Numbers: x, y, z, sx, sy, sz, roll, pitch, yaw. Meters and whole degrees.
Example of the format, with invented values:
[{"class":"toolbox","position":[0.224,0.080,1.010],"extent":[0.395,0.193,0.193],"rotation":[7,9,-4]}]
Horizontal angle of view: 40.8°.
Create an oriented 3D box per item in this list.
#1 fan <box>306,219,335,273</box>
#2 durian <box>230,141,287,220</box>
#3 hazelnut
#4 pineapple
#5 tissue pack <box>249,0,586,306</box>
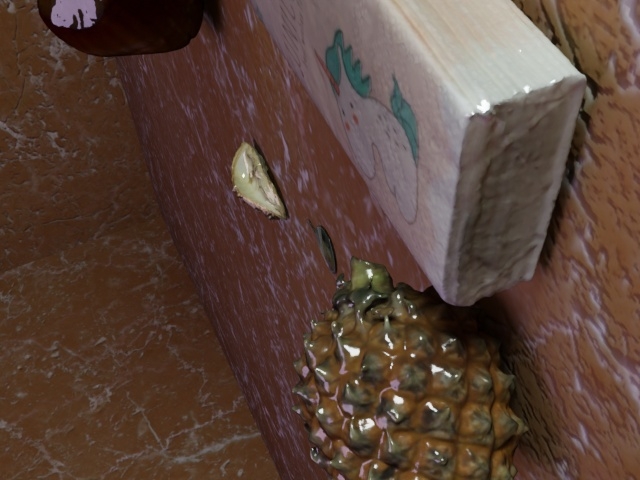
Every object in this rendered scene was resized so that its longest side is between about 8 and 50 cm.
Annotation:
[{"class":"fan","position":[0.002,-0.001,0.996],"extent":[0.060,0.003,0.080],"rotation":[106,141,-68]},{"class":"durian","position":[-0.078,-0.075,1.166],"extent":[0.066,0.052,0.130],"rotation":[-41,69,35]},{"class":"hazelnut","position":[-0.249,-0.341,1.107],"extent":[0.229,0.229,0.230],"rotation":[159,90,-77]},{"class":"pineapple","position":[0.054,0.102,0.613],"extent":[0.166,0.166,0.193],"rotation":[-179,72,-76]},{"class":"tissue pack","position":[0.032,-0.130,0.531],"extent":[0.170,0.071,0.325],"rotation":[83,162,-52]}]
